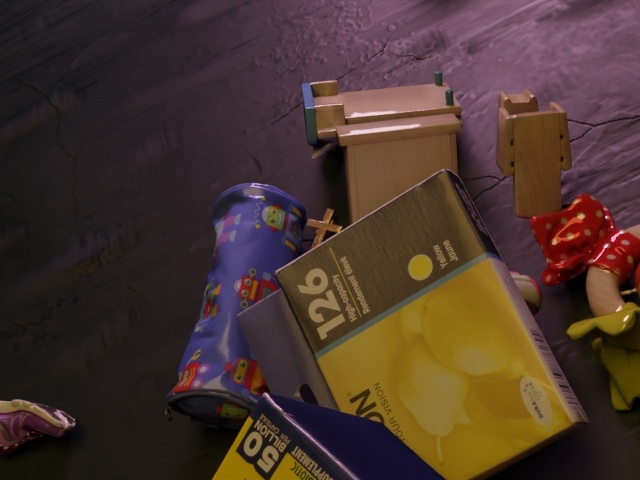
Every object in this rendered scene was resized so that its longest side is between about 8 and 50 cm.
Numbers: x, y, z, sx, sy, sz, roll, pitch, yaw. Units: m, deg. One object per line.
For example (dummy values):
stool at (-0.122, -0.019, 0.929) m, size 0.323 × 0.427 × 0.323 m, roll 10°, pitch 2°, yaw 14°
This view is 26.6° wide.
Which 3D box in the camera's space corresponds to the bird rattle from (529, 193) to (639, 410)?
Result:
bird rattle at (0.345, 0.052, 1.451) m, size 0.207 × 0.143 × 0.253 m, roll -11°, pitch 40°, yaw 6°

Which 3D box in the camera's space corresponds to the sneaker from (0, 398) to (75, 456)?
sneaker at (-0.378, 0.238, 1.706) m, size 0.170 × 0.068 × 0.071 m, roll -3°, pitch 72°, yaw 35°

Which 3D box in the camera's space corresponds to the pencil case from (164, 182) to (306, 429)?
pencil case at (-0.097, 0.085, 1.624) m, size 0.133 × 0.119 × 0.306 m, roll -38°, pitch 35°, yaw 53°

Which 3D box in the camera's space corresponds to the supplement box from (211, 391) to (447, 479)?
supplement box at (-0.027, 0.355, 1.271) m, size 0.194 × 0.195 × 0.356 m, roll 36°, pitch 100°, yaw 42°

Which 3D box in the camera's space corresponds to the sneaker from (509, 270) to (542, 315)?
sneaker at (0.139, 0.127, 1.494) m, size 0.252 × 0.103 × 0.111 m, roll -32°, pitch 53°, yaw 12°

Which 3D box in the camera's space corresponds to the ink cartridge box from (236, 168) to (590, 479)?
ink cartridge box at (0.076, 0.129, 1.421) m, size 0.307 × 0.072 × 0.303 m, roll -32°, pitch 69°, yaw 16°

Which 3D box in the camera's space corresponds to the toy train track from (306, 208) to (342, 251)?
toy train track at (0.000, 0.000, 1.702) m, size 0.048 × 0.014 × 0.083 m, roll 14°, pitch 70°, yaw 25°

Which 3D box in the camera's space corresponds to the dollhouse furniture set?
dollhouse furniture set at (0.131, -0.086, 1.663) m, size 0.286 × 0.198 × 0.303 m, roll -6°, pitch 20°, yaw -3°
